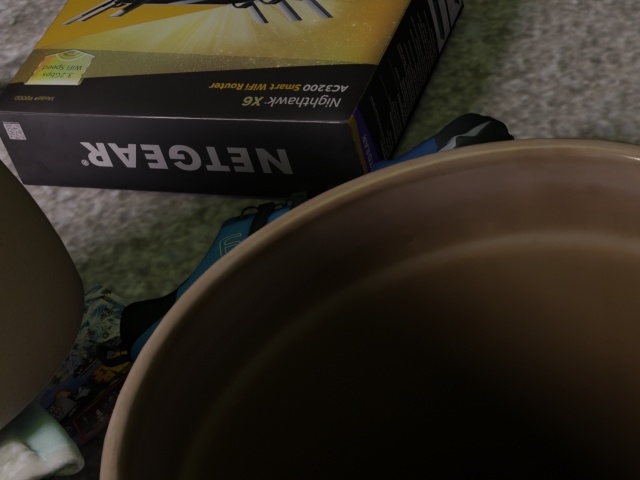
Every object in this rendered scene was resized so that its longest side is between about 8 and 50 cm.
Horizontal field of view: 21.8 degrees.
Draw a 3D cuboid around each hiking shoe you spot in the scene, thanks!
[{"bbox_3d":[0.000,0.000,1.089,0.304,0.113,0.132,-39,54,-23],"label":"hiking shoe"}]

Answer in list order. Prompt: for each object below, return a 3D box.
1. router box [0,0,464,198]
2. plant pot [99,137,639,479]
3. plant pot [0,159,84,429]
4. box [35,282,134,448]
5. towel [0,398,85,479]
[{"bbox_3d":[-0.069,-0.145,1.314,0.309,0.081,0.243,3,45,24],"label":"router box"},{"bbox_3d":[0.095,0.161,0.754,0.323,0.280,0.323,-10,41,9],"label":"plant pot"},{"bbox_3d":[-0.301,0.000,0.961,0.284,0.191,0.284,-13,30,8],"label":"plant pot"},{"bbox_3d":[-0.170,0.094,1.124,0.137,0.027,0.094,-40,43,-24],"label":"box"},{"bbox_3d":[-0.330,0.160,0.993,0.320,0.090,0.374,-30,32,-18],"label":"towel"}]
